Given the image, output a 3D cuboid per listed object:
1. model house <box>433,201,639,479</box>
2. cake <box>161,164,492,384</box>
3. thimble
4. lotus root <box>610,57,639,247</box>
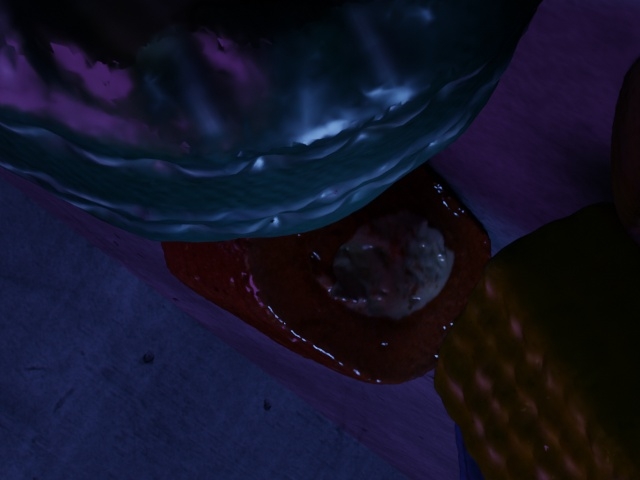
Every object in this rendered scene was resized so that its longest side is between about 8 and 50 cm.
[{"bbox_3d":[0.204,0.138,0.810,0.303,0.215,0.237,77,168,-48],"label":"model house"},{"bbox_3d":[0.000,0.000,1.024,0.151,0.177,0.283,20,163,47],"label":"cake"},{"bbox_3d":[-0.053,-0.143,0.437,0.288,0.254,0.167,33,166,7],"label":"thimble"},{"bbox_3d":[0.222,-0.007,0.682,0.183,0.078,0.203,29,165,17],"label":"lotus root"}]
